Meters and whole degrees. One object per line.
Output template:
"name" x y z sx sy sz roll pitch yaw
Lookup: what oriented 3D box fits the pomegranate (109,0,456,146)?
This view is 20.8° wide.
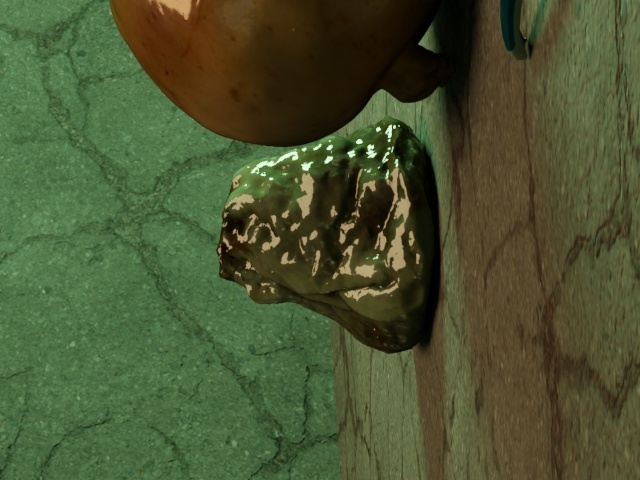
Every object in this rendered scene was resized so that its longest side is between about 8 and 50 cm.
"pomegranate" -0.026 -0.286 1.885 0.411 0.411 0.411 179 90 -86

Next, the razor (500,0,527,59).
"razor" 0.164 -0.206 1.411 0.191 0.037 0.068 97 169 -62

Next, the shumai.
"shumai" 0.000 0.000 2.191 0.304 0.263 0.309 -100 9 -75
